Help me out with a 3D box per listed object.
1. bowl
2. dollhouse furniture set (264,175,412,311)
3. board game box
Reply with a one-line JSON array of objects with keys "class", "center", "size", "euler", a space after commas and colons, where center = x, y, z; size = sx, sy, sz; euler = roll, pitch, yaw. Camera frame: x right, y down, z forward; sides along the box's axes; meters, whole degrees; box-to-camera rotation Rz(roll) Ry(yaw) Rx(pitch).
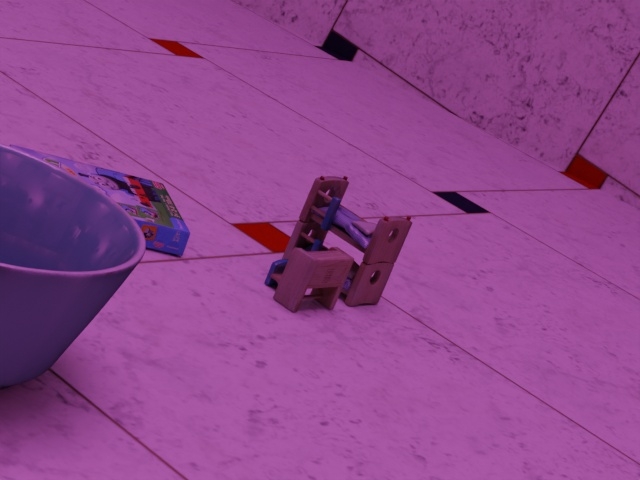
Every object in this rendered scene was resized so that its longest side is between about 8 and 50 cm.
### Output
[{"class": "bowl", "center": [-0.333, 0.026, 1.329], "size": [0.312, 0.163, 0.311], "euler": [21, 17, -7]}, {"class": "dollhouse furniture set", "center": [0.000, 0.000, 1.871], "size": [0.129, 0.129, 0.184], "euler": [33, 20, 32]}, {"class": "board game box", "center": [-0.282, -0.051, 1.828], "size": [0.212, 0.039, 0.160], "euler": [13, 20, -25]}]
